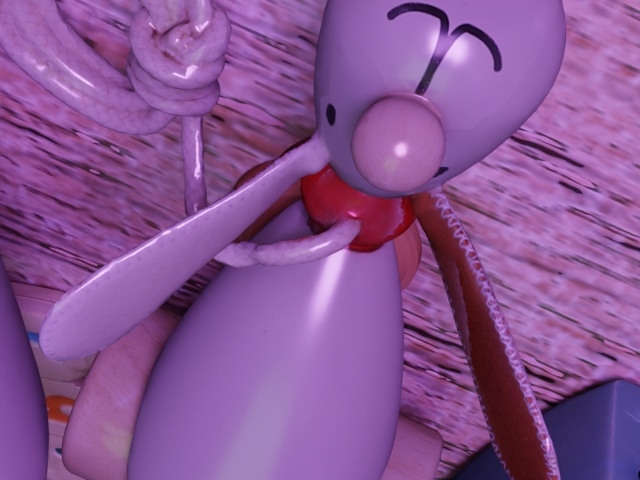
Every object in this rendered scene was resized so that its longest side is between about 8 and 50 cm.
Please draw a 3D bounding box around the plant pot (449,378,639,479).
[{"bbox_3d":[0.119,0.188,0.593,0.165,0.166,0.234,24,130,-4],"label":"plant pot"}]

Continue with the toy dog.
[{"bbox_3d":[-0.020,0.054,0.473,0.220,0.161,0.334,7,137,15],"label":"toy dog"}]

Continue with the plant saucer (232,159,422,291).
[{"bbox_3d":[0.000,0.000,0.543,0.083,0.013,0.083,13,141,11],"label":"plant saucer"}]

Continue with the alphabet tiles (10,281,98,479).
[{"bbox_3d":[-0.104,0.125,0.733,0.278,0.021,0.284,10,140,15],"label":"alphabet tiles"}]

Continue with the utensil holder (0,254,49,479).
[{"bbox_3d":[-0.275,-0.008,0.414,0.327,0.328,0.385,11,142,13],"label":"utensil holder"}]
